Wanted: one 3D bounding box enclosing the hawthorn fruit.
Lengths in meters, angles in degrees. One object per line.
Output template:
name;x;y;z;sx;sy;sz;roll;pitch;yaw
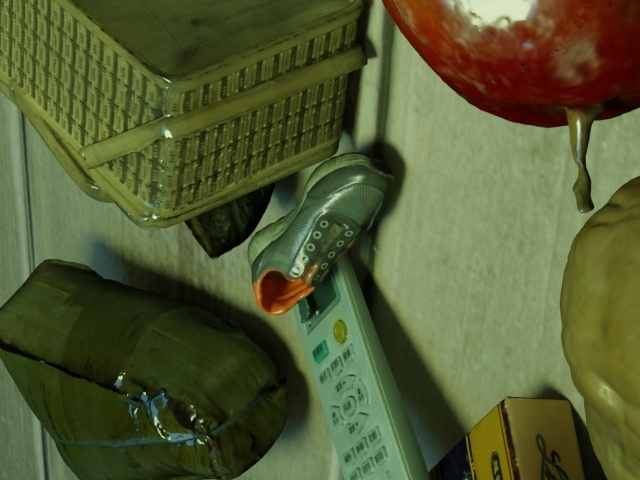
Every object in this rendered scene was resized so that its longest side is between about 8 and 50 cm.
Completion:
hawthorn fruit;0.153;-0.151;1.101;0.242;0.242;0.271;-31;67;58

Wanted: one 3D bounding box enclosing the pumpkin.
pumpkin;-0.094;-0.067;1.631;0.183;0.108;0.119;-118;5;-60

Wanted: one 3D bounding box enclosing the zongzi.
zongzi;-0.155;0.227;1.904;0.356;0.174;0.393;16;136;41

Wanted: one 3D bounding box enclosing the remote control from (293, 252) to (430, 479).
remote control;0.038;0.135;1.604;0.103;0.051;0.293;-48;55;52

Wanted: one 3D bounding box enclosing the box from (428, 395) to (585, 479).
box;0.151;0.251;1.516;0.237;0.070;0.152;122;145;-56

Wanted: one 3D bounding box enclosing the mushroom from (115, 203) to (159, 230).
mushroom;-0.211;-0.114;1.783;0.247;0.096;0.108;43;144;35

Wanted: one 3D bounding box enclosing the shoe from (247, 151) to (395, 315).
shoe;0.001;-0.001;1.543;0.074;0.077;0.194;25;137;-24

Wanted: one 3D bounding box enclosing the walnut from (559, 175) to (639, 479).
walnut;0.294;0.078;1.067;0.313;0.277;0.252;25;101;50

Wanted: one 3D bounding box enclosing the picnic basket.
picnic basket;-0.138;-0.169;1.514;0.313;0.228;0.175;40;140;31
